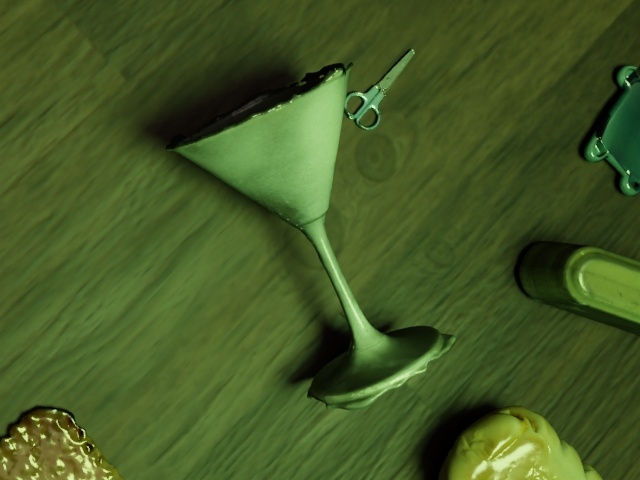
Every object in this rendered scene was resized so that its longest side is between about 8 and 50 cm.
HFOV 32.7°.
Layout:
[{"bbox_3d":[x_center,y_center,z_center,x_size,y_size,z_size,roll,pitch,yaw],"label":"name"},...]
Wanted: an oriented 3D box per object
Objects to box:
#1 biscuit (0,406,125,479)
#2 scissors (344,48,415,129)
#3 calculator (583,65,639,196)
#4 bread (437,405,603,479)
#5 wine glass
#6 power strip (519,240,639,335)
[{"bbox_3d":[-0.215,0.276,0.800,0.232,0.013,0.237,-40,103,-16],"label":"biscuit"},{"bbox_3d":[0.052,-0.129,0.902,0.036,0.006,0.083,42,77,-13],"label":"scissors"},{"bbox_3d":[0.293,-0.112,0.982,0.094,0.019,0.141,40,76,-16],"label":"calculator"},{"bbox_3d":[0.172,0.216,0.899,0.119,0.084,0.177,-42,105,-7],"label":"bread"},{"bbox_3d":[0.000,0.000,0.814,0.156,0.156,0.232,-28,102,-18],"label":"wine glass"},{"bbox_3d":[0.360,0.073,0.965,0.387,0.092,0.066,18,86,-19],"label":"power strip"}]
